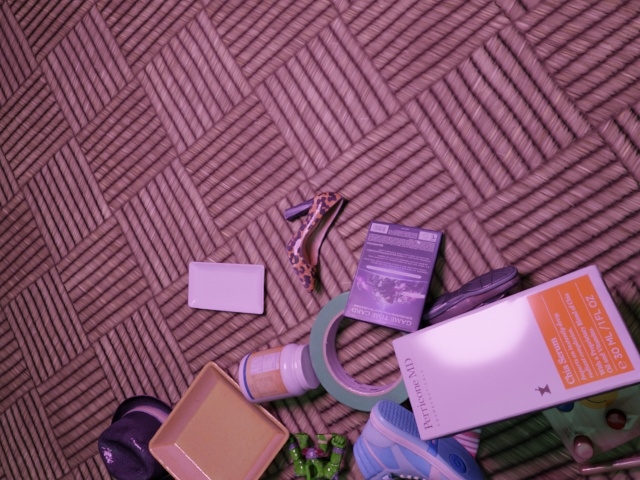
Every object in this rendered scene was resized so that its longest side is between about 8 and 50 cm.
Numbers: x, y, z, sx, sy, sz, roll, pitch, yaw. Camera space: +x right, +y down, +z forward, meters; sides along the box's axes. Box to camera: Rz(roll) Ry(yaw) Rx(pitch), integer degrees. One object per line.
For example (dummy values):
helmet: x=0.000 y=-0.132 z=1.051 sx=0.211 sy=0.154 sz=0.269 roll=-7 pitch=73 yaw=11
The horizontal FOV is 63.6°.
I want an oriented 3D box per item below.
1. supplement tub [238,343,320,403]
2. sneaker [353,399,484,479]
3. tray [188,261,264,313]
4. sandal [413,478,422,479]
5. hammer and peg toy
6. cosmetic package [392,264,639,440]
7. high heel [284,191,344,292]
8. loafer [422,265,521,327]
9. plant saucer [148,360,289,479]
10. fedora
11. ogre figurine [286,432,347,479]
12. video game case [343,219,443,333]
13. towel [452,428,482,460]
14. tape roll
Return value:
supplement tub: x=-0.112 y=0.370 z=1.444 sx=0.199 sy=0.144 sz=0.145 roll=-17 pitch=83 yaw=22
sneaker: x=0.228 y=0.561 z=1.290 sx=0.319 sy=0.127 sz=0.208 roll=34 pitch=112 yaw=10
tray: x=-0.286 y=0.141 z=1.581 sx=0.270 sy=0.030 sz=0.145 roll=2 pitch=91 yaw=23
sandal: x=0.298 y=0.654 z=1.326 sx=0.097 sy=0.054 sz=0.255 roll=-22 pitch=72 yaw=14
hammer and peg toy: x=0.630 y=0.374 z=1.137 sx=0.266 sy=0.127 sz=0.361 roll=-36 pitch=77 yaw=19
cosmetic package: x=0.408 y=0.250 z=1.093 sx=0.453 sy=0.161 sz=0.230 roll=-28 pitch=63 yaw=24
high heel: x=0.000 y=0.000 z=1.421 sx=0.186 sy=0.093 sz=0.262 roll=-20 pitch=73 yaw=28
loafer: x=0.377 y=0.152 z=1.278 sx=0.267 sy=0.096 sz=0.084 roll=-30 pitch=98 yaw=27
plant saucer: x=-0.292 y=0.588 z=1.530 sx=0.332 sy=0.081 sz=0.333 roll=36 pitch=90 yaw=20
fedora: x=-0.583 y=0.660 z=1.640 sx=0.333 sy=0.152 sz=0.334 roll=0 pitch=89 yaw=23
ogre figurine: x=-0.016 y=0.597 z=1.431 sx=0.196 sy=0.097 sz=0.118 roll=-5 pitch=76 yaw=12
video game case: x=0.187 y=0.088 z=1.325 sx=0.196 sy=0.026 sz=0.274 roll=11 pitch=71 yaw=22
towel: x=0.342 y=0.450 z=1.316 sx=0.144 sy=0.029 sz=0.197 roll=13 pitch=98 yaw=23
tape roll: x=0.130 y=0.286 z=1.379 sx=0.321 sy=0.077 sz=0.322 roll=0 pitch=90 yaw=24
